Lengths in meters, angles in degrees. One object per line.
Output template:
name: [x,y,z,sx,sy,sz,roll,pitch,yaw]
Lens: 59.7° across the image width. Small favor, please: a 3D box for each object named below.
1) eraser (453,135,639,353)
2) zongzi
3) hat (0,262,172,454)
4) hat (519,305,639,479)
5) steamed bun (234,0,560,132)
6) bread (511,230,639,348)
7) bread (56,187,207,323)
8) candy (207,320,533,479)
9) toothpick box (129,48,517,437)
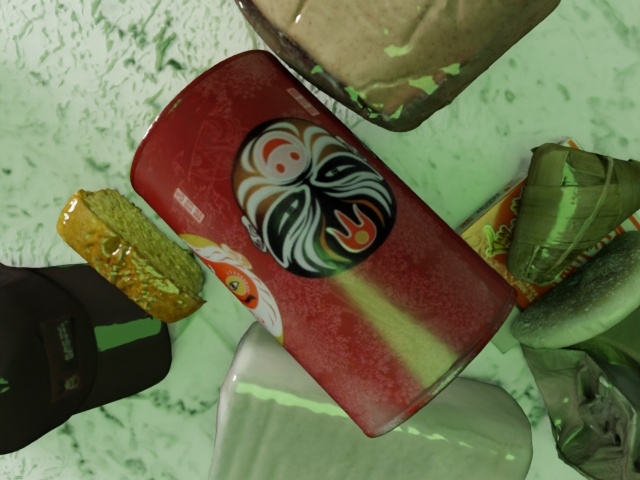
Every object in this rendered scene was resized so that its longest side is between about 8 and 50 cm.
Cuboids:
eraser: [0.258,0.009,0.678,0.230,0.038,0.157,-42,99,8]
zongzi: [0.303,-0.018,0.621,0.176,0.078,0.160,9,107,-11]
hat: [-0.349,0.147,0.623,0.336,0.209,0.238,-11,98,1]
hat: [0.364,0.163,0.633,0.245,0.214,0.149,-32,125,8]
steamed bun: [0.059,-0.274,0.550,0.251,0.199,0.301,-41,90,25]
bread: [0.300,0.057,0.612,0.193,0.112,0.036,-41,97,7]
bread: [-0.212,0.018,0.648,0.187,0.103,0.065,40,99,-9]
candy: [0.049,0.250,0.674,0.359,0.145,0.208,17,101,-2]
toothpick box: [0.000,0.000,0.555,0.204,0.204,0.333,-45,84,8]
